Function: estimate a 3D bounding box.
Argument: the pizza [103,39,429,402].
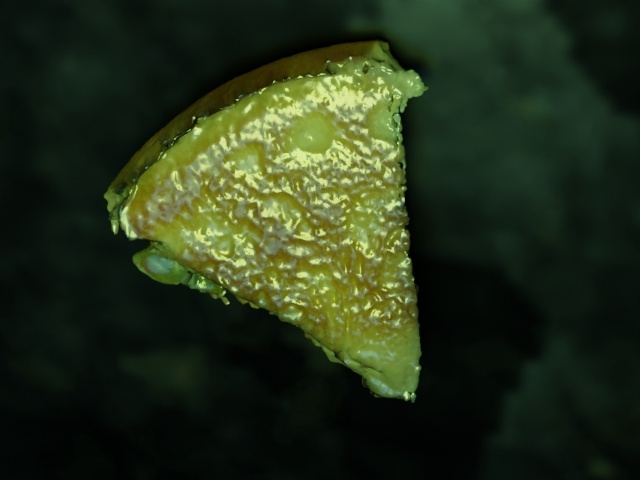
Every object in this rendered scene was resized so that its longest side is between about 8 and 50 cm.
[{"bbox_3d":[0.000,0.000,0.880,0.185,0.052,0.195,-26,108,19],"label":"pizza"}]
